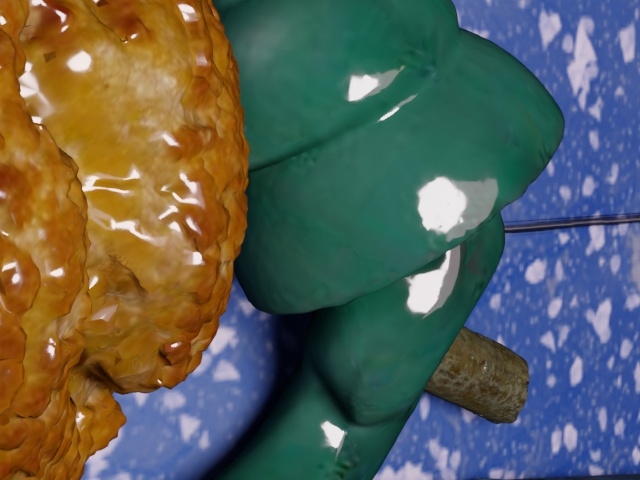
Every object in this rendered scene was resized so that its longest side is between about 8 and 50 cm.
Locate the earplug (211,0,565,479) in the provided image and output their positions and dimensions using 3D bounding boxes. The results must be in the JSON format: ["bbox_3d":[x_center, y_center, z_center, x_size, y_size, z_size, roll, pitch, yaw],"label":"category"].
[{"bbox_3d":[-0.006,0.001,0.868,0.257,0.164,0.280,-24,106,-2],"label":"earplug"}]

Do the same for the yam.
[{"bbox_3d":[0.076,0.068,1.017,0.094,0.043,0.043,27,77,-44],"label":"yam"}]

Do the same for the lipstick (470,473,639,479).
[{"bbox_3d":[0.122,0.170,1.057,0.290,0.077,0.076,3,94,-48],"label":"lipstick"}]

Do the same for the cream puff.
[{"bbox_3d":[-0.148,-0.020,0.640,0.303,0.212,0.303,-4,95,-50],"label":"cream puff"}]
